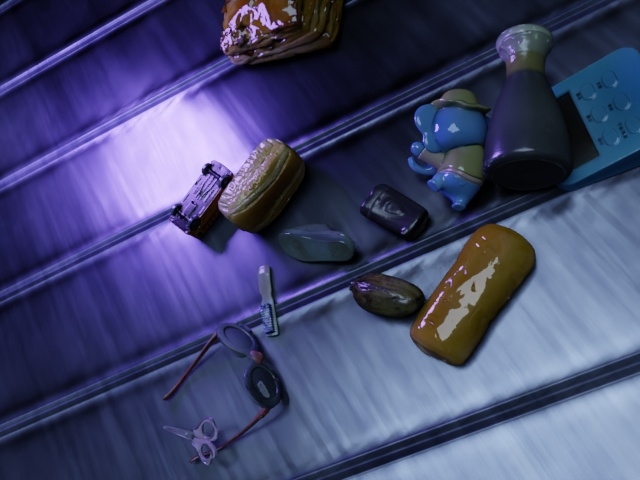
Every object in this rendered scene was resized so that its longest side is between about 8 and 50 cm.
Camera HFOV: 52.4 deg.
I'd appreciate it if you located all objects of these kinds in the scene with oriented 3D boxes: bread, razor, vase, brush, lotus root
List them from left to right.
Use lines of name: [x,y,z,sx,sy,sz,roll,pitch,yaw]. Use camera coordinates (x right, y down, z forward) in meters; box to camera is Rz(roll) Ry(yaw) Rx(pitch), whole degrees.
bread: [-0.134,-0.129,1.559,0.106,0.140,0.236,33,85,33]
brush: [-0.128,0.138,1.515,0.033,0.030,0.178,-22,63,25]
bread: [-0.112,-0.629,1.733,0.325,0.167,0.277,0,70,22]
lotus root: [0.138,0.118,1.373,0.179,0.080,0.089,13,42,36]
razor: [0.167,-0.063,1.453,0.148,0.054,0.090,33,85,29]
bread: [0.304,0.106,1.311,0.142,0.091,0.305,32,84,35]
vase: [0.424,-0.279,1.338,0.174,0.173,0.320,-2,70,22]

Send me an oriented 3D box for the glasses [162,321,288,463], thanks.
glasses: [-0.221,0.341,1.469,0.268,0.118,0.234,-48,59,23]

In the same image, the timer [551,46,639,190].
timer: [0.567,-0.246,1.340,0.250,0.091,0.231,-25,63,19]

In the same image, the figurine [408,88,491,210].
figurine: [0.284,-0.204,1.407,0.180,0.154,0.261,15,71,16]

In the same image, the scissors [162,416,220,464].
scissors: [-0.287,0.427,1.426,0.189,0.015,0.100,0,86,39]

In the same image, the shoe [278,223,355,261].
shoe: [0.000,0.000,1.501,0.195,0.079,0.078,6,37,33]

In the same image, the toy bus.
toy bus: [-0.289,-0.102,1.645,0.083,0.088,0.194,36,88,30]
